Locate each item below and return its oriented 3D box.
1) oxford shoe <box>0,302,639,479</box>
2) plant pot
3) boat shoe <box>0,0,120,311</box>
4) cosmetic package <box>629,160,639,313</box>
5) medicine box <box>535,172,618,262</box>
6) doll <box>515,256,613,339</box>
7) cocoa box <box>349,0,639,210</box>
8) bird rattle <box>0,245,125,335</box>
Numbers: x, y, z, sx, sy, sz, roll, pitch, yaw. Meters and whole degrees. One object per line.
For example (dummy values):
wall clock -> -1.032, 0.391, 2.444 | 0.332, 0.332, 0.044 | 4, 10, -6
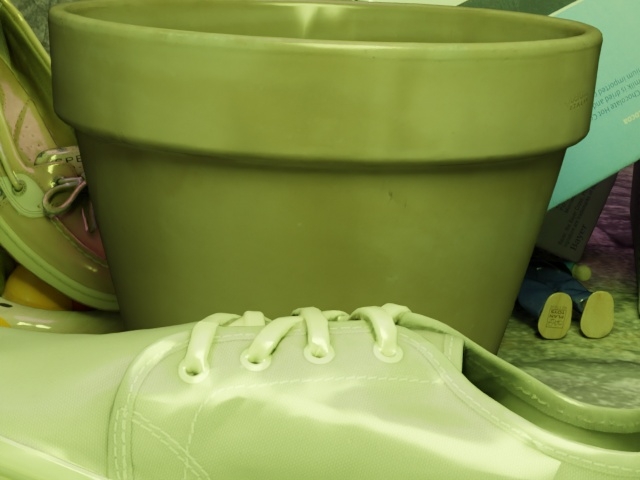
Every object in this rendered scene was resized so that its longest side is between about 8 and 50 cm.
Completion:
oxford shoe -> -0.013, 0.086, 0.687 | 0.449, 0.130, 0.169 | 13, 8, 6
plant pot -> 0.000, 0.000, 0.865 | 0.323, 0.280, 0.323 | 1, 13, 0
boat shoe -> -0.208, -0.069, 1.048 | 0.285, 0.089, 0.105 | 50, 33, 20
cosmetic package -> 0.427, -0.049, 1.385 | 0.230, 0.161, 0.453 | 4, 14, 10
medicine box -> 0.116, -0.118, 1.439 | 0.289, 0.149, 0.263 | 24, 1, -31
doll -> 0.181, 0.037, 1.235 | 0.129, 0.046, 0.189 | 0, 14, -14
cocoa box -> 0.178, -0.158, 1.147 | 0.347, 0.228, 0.231 | -29, 3, -17
bird rattle -> -0.207, 0.043, 1.098 | 0.254, 0.143, 0.207 | 9, 20, -30
